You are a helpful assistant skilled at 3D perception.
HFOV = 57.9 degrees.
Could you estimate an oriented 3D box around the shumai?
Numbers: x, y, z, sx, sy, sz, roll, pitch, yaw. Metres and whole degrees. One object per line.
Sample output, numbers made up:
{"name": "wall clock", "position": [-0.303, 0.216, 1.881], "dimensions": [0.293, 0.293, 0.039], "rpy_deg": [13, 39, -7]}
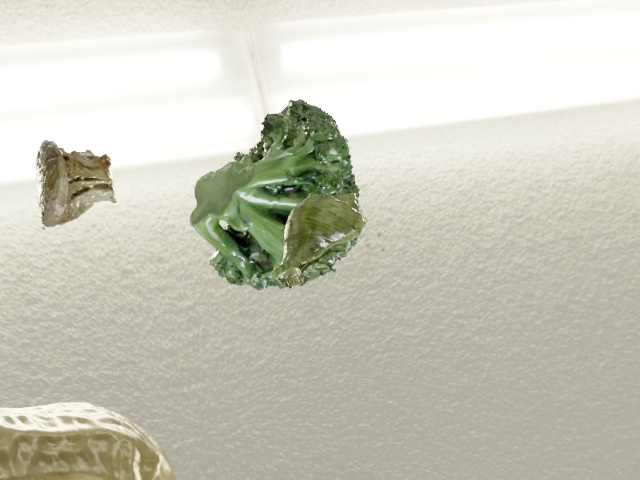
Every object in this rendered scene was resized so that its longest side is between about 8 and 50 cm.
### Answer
{"name": "shumai", "position": [-0.383, -0.088, 0.914], "dimensions": [0.116, 0.146, 0.145], "rpy_deg": [-2, -109, -34]}

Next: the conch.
{"name": "conch", "position": [0.000, 0.000, 0.575], "dimensions": [0.074, 0.089, 0.121], "rpy_deg": [28, -107, 37]}

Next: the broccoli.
{"name": "broccoli", "position": [-0.068, -0.057, 0.835], "dimensions": [0.265, 0.245, 0.294], "rpy_deg": [43, -77, 28]}

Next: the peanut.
{"name": "peanut", "position": [-0.226, 0.178, 0.412], "dimensions": [0.233, 0.197, 0.110], "rpy_deg": [14, -94, -40]}
